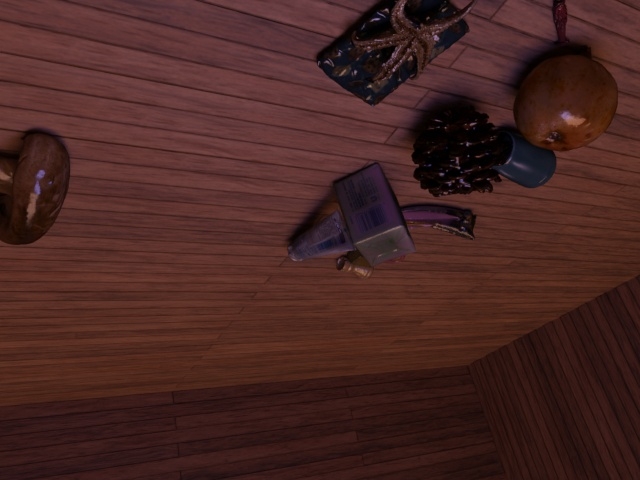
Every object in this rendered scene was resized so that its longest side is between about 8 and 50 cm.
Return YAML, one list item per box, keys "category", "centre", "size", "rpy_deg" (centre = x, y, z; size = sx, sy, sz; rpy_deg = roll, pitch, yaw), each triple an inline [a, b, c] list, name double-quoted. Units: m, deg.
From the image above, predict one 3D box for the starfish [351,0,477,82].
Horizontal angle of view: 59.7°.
- category: "starfish"
  centre: [0.168, -0.360, 0.985]
  size: [0.238, 0.057, 0.213]
  rpy_deg: [-25, 156, 25]

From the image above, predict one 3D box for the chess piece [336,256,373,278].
- category: "chess piece"
  centre: [0.112, 0.086, 1.860]
  size: [0.122, 0.066, 0.066]
  rpy_deg: [17, 140, -36]

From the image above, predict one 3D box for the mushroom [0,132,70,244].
- category: "mushroom"
  centre: [-0.586, -0.078, 1.111]
  size: [0.156, 0.151, 0.285]
  rpy_deg: [10, 144, -42]

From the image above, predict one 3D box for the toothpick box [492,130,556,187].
- category: "toothpick box"
  centre: [0.503, -0.210, 1.421]
  size: [0.184, 0.120, 0.120]
  rpy_deg: [13, 142, -37]

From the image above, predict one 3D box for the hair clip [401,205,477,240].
- category: "hair clip"
  centre: [0.324, -0.058, 1.694]
  size: [0.358, 0.096, 0.110]
  rpy_deg: [5, -177, -18]

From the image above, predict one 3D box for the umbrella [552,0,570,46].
- category: "umbrella"
  centre: [0.471, -0.430, 1.094]
  size: [0.027, 0.025, 0.165]
  rpy_deg: [-43, 149, 7]

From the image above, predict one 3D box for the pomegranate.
- category: "pomegranate"
  centre: [0.518, -0.291, 1.188]
  size: [0.207, 0.207, 0.207]
  rpy_deg: [-11, 153, -6]

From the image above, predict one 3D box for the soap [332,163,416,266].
- category: "soap"
  centre: [0.141, -0.060, 1.444]
  size: [0.138, 0.199, 0.182]
  rpy_deg: [-24, 152, 12]

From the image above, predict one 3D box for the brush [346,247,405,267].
- category: "brush"
  centre: [0.202, 0.052, 1.847]
  size: [0.233, 0.047, 0.103]
  rpy_deg: [15, 139, -44]

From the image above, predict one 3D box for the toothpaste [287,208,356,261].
- category: "toothpaste"
  centre: [0.000, 0.000, 1.533]
  size: [0.073, 0.114, 0.299]
  rpy_deg: [-21, 179, -31]

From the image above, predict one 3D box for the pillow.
- category: "pillow"
  centre: [0.135, -0.363, 1.046]
  size: [0.255, 0.034, 0.189]
  rpy_deg: [-32, 148, 30]

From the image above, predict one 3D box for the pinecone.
- category: "pinecone"
  centre: [0.313, -0.202, 1.257]
  size: [0.221, 0.221, 0.221]
  rpy_deg: [-11, 153, -6]
